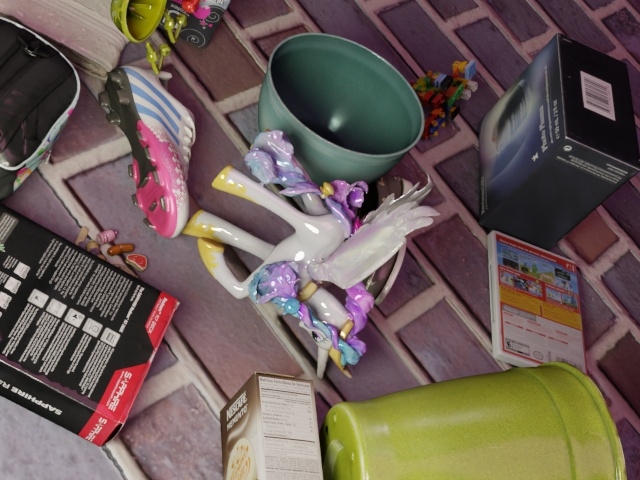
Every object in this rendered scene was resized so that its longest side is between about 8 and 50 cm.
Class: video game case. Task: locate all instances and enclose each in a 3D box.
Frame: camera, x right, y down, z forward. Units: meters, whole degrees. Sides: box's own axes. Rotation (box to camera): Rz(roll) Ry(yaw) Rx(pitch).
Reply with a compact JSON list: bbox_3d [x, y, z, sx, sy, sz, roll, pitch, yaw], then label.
[{"bbox_3d":[0.413,0.128,2.000,0.204,0.025,0.285,20,50,-19],"label":"video game case"}]

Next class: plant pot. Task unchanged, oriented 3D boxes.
[{"bbox_3d":[0.185,0.353,1.502,0.352,0.366,0.367,4,56,-16],"label":"plant pot"},{"bbox_3d":[0.010,-0.196,1.855,0.293,0.196,0.293,16,47,-17],"label":"plant pot"}]

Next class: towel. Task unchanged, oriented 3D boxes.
[{"bbox_3d":[-0.460,-0.408,1.821,0.282,0.049,0.187,27,48,-13],"label":"towel"}]

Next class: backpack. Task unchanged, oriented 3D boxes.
[{"bbox_3d":[-0.489,-0.198,1.549,0.225,0.191,0.254,34,53,-10],"label":"backpack"}]

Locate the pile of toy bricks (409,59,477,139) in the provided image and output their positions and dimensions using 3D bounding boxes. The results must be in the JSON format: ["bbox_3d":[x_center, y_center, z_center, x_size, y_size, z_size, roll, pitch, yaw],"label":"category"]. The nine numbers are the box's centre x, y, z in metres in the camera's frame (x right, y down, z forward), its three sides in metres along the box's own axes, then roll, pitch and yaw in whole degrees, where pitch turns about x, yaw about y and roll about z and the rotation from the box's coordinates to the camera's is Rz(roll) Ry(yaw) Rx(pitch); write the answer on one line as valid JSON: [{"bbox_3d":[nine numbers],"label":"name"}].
[{"bbox_3d":[0.235,-0.312,2.169,0.105,0.118,0.212,21,50,26],"label":"pile of toy bricks"}]

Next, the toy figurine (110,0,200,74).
[{"bbox_3d":[-0.320,-0.483,1.771,0.217,0.191,0.363,17,69,14],"label":"toy figurine"}]

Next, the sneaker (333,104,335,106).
[{"bbox_3d":[0.026,-0.270,1.997,0.271,0.100,0.108,14,57,-24],"label":"sneaker"}]

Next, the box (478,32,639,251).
[{"bbox_3d":[0.459,-0.190,2.075,0.182,0.294,0.296,20,49,-16],"label":"box"}]

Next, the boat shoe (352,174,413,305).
[{"bbox_3d":[0.096,-0.013,1.848,0.091,0.109,0.305,26,42,-13],"label":"boat shoe"}]

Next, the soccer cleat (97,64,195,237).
[{"bbox_3d":[-0.252,-0.157,1.722,0.143,0.116,0.331,-6,61,-35],"label":"soccer cleat"}]

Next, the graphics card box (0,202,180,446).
[{"bbox_3d":[-0.407,0.098,1.452,0.370,0.094,0.233,30,47,-12],"label":"graphics card box"}]

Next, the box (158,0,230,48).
[{"bbox_3d":[-0.284,-0.496,1.933,0.247,0.142,0.163,24,49,-13],"label":"box"}]

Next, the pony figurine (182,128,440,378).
[{"bbox_3d":[0.000,0.000,1.633,0.363,0.351,0.303,42,16,1],"label":"pony figurine"}]

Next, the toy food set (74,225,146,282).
[{"bbox_3d":[-0.318,0.020,1.617,0.122,0.019,0.078,26,48,-14],"label":"toy food set"}]

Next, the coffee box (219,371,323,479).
[{"bbox_3d":[-0.068,0.329,1.467,0.098,0.141,0.247,11,52,-25],"label":"coffee box"}]
